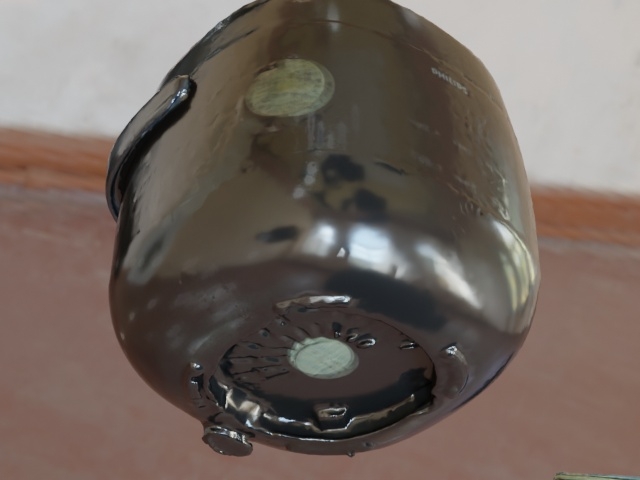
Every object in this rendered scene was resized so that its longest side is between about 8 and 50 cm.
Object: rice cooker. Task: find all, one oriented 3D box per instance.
[{"bbox_3d":[0.000,0.000,1.100,0.267,0.267,0.224,11,52,-16],"label":"rice cooker"}]

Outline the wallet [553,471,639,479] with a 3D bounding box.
[{"bbox_3d":[0.244,0.267,1.442,0.141,0.202,0.059,3,45,12],"label":"wallet"}]
